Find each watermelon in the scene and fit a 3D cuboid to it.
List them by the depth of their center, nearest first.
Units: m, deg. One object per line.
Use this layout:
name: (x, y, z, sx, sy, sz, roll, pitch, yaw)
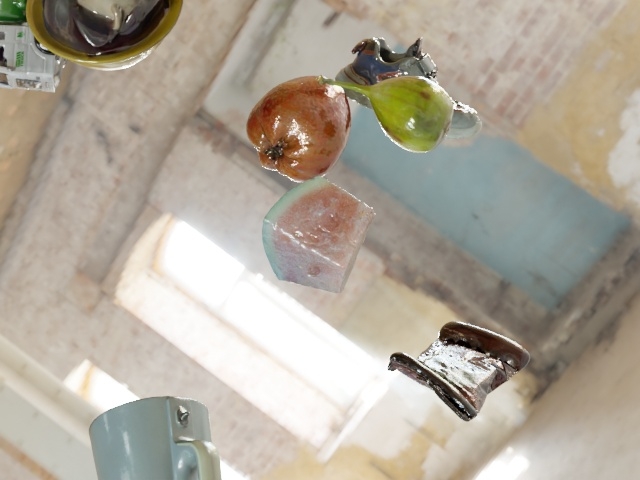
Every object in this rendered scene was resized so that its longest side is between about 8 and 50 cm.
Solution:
watermelon: (0.000, -0.005, 0.856, 0.072, 0.092, 0.085, 7, 81, 56)

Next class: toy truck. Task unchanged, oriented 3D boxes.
toy truck: (-0.389, -0.322, 1.450, 0.101, 0.125, 0.243, 151, 121, -75)

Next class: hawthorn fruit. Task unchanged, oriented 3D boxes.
hawthorn fruit: (-0.021, -0.147, 1.430, 0.138, 0.133, 0.133, -47, -7, -32)

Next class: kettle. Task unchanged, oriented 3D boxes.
kettle: (-0.183, 0.324, 1.382, 0.160, 0.243, 0.210, 14, -42, -39)

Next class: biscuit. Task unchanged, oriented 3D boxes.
biscuit: (0.207, 0.191, 1.666, 0.235, 0.151, 0.063, -22, -50, -57)

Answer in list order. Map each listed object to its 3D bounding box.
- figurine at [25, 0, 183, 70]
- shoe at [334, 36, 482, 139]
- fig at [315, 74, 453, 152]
figurine: (-0.238, -0.309, 1.302, 0.257, 0.167, 0.192, -42, 24, 50)
shoe: (0.139, -0.232, 1.601, 0.099, 0.227, 0.126, -44, -23, -70)
fig: (0.087, -0.176, 1.325, 0.093, 0.166, 0.093, -50, 5, 6)
